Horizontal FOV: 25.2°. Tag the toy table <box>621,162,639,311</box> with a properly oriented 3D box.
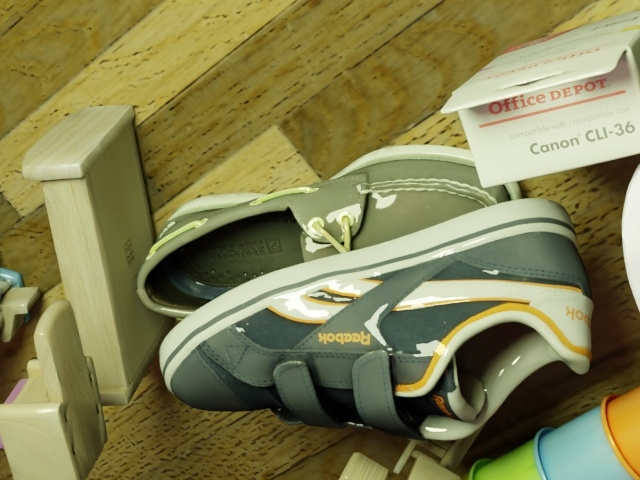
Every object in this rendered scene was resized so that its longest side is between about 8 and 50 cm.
[{"bbox_3d":[0.313,0.048,0.911,0.252,0.161,0.274,-32,79,15],"label":"toy table"}]

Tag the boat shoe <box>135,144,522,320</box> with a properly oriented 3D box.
[{"bbox_3d":[0.001,0.004,1.083,0.305,0.091,0.109,-10,112,24],"label":"boat shoe"}]

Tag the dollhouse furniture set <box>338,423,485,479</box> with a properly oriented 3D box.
[{"bbox_3d":[0.036,0.116,1.088,0.182,0.161,0.101,29,122,2],"label":"dollhouse furniture set"}]

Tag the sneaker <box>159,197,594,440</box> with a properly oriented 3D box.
[{"bbox_3d":[0.036,0.080,1.008,0.321,0.127,0.126,-21,150,15],"label":"sneaker"}]

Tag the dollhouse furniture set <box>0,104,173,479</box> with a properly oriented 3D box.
[{"bbox_3d":[-0.301,0.037,1.098,0.303,0.286,0.198,-4,113,12],"label":"dollhouse furniture set"}]

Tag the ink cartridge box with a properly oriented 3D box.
[{"bbox_3d":[0.159,-0.090,0.910,0.115,0.198,0.067,-13,103,26],"label":"ink cartridge box"}]

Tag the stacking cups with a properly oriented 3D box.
[{"bbox_3d":[0.209,0.166,1.092,0.316,0.096,0.096,-37,99,31],"label":"stacking cups"}]
